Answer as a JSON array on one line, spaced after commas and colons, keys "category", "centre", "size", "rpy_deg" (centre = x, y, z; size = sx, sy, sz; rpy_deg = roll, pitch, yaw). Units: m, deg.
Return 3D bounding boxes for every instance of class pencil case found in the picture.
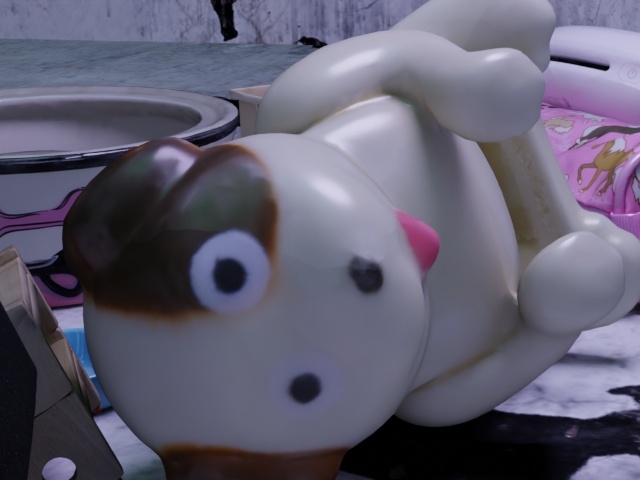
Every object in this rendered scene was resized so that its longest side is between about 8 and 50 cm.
[{"category": "pencil case", "centre": [0.225, -0.056, 1.310], "size": [0.167, 0.160, 0.386], "rpy_deg": [-46, 30, -11]}]

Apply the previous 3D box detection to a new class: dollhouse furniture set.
[{"category": "dollhouse furniture set", "centre": [-0.235, 0.115, 0.836], "size": [0.184, 0.129, 0.129], "rpy_deg": [-29, 20, -6]}]

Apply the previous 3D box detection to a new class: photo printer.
[{"category": "photo printer", "centre": [0.369, -0.133, 1.450], "size": [0.307, 0.107, 0.256], "rpy_deg": [22, 2, -29]}]

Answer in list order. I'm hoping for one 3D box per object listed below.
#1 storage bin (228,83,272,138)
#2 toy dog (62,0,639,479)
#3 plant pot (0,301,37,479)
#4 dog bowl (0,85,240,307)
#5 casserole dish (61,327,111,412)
[{"category": "storage bin", "centre": [0.070, -0.118, 1.620], "size": [0.262, 0.123, 0.260], "rpy_deg": [-10, 17, -30]}, {"category": "toy dog", "centre": [0.000, 0.000, 0.906], "size": [0.395, 0.284, 0.408], "rpy_deg": [-10, 11, 23]}, {"category": "plant pot", "centre": [-0.240, 0.084, 0.655], "size": [0.188, 0.187, 0.167], "rpy_deg": [5, 48, 20]}, {"category": "dog bowl", "centre": [-0.280, -0.050, 1.349], "size": [0.408, 0.150, 0.408], "rpy_deg": [-1, 15, 0]}, {"category": "casserole dish", "centre": [-0.218, 0.104, 0.983], "size": [0.188, 0.037, 0.114], "rpy_deg": [-10, 17, -33]}]
